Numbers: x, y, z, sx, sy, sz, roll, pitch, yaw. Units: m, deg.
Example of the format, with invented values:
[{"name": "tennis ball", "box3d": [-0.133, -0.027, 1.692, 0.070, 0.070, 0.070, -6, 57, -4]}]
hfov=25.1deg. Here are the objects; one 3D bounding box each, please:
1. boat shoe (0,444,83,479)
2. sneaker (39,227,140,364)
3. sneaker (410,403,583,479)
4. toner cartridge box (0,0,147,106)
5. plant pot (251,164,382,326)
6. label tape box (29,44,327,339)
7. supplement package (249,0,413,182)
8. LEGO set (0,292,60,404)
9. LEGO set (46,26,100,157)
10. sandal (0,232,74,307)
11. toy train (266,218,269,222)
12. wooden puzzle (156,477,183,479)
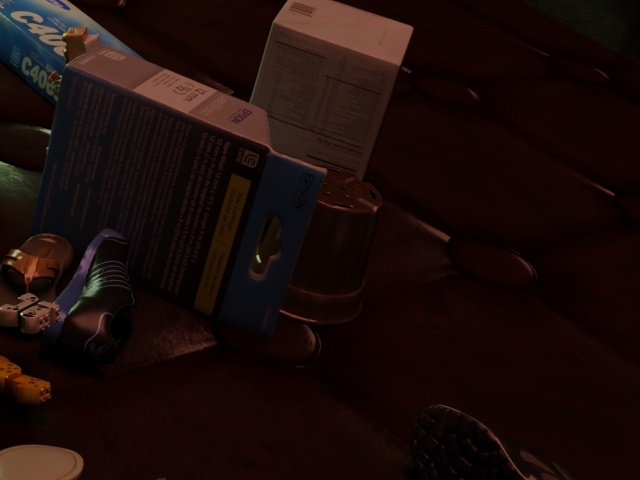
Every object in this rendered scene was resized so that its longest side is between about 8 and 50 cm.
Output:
[{"name": "boat shoe", "box3d": [-0.267, 0.255, 1.312, 0.095, 0.079, 0.254, 1, 12, -6]}, {"name": "sneaker", "box3d": [-0.253, 0.070, 1.698, 0.090, 0.081, 0.232, 21, 33, -1]}, {"name": "sneaker", "box3d": [0.227, 0.283, 1.597, 0.283, 0.107, 0.124, 36, 16, 25]}, {"name": "toner cartridge box", "box3d": [-0.433, -0.318, 2.326, 0.165, 0.075, 0.348, -9, 37, -45]}, {"name": "plant pot", "box3d": [0.000, 0.000, 1.891, 0.167, 0.165, 0.167, 16, 27, -8]}, {"name": "label tape box", "box3d": [-0.171, -0.062, 1.802, 0.348, 0.249, 0.115, 22, 27, 8]}, {"name": "supplement package", "box3d": [0.002, -0.208, 2.181, 0.198, 0.262, 0.199, 19, 26, 1]}, {"name": "LEGO set", "box3d": [-0.337, 0.136, 1.492, 0.093, 0.087, 0.227, 13, 22, 24]}, {"name": "LEGO set", "box3d": [-0.324, -0.163, 1.958, 0.107, 0.287, 0.132, 10, 61, 27]}, {"name": "sandal", "box3d": [-0.340, 0.035, 1.719, 0.090, 0.060, 0.219, 18, 26, 0]}, {"name": "toy train", "box3d": [-0.144, -0.075, 2.049, 0.184, 0.080, 0.105, 14, 17, -4]}, {"name": "wooden puzzle", "box3d": [-0.137, 0.266, 1.465, 0.083, 0.006, 0.049, 30, 29, 22]}]
